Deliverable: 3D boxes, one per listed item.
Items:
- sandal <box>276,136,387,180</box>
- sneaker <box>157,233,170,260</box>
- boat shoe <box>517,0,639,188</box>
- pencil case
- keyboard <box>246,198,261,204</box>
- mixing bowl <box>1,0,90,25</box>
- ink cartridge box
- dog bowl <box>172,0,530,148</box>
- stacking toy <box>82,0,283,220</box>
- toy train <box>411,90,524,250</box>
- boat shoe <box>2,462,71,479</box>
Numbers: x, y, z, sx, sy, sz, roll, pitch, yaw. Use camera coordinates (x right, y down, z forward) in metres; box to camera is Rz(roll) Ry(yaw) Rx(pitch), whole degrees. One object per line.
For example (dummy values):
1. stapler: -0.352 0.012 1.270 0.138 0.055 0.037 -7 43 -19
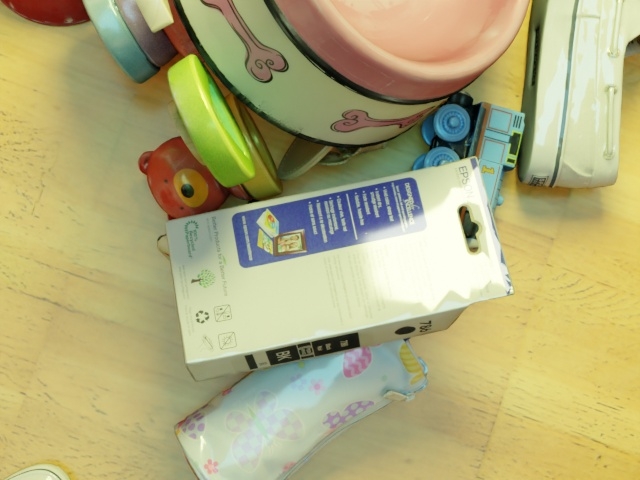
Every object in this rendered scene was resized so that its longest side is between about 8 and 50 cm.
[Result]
1. sandal: 0.053 -0.137 1.347 0.079 0.088 0.240 43 71 -26
2. sneaker: -0.121 0.058 1.330 0.161 0.057 0.075 35 79 -2
3. boat shoe: 0.316 -0.235 1.340 0.156 0.136 0.367 7 88 -2
4. pencil case: -0.019 0.174 1.298 0.273 0.113 0.124 -35 90 -5
5. keyboard: 0.000 0.000 1.352 0.192 0.038 0.100 17 84 -2
6. mixing bowl: -0.291 -0.335 1.336 0.181 0.098 0.181 0 84 -2
7. ink cartridge box: 0.017 0.029 1.248 0.333 0.065 0.165 -11 64 2
8. dog bowl: 0.048 -0.305 1.215 0.408 0.150 0.408 7 78 -37
9. stacking toy: -0.169 -0.153 1.236 0.130 0.279 0.309 -26 94 6
10. toy train: 0.156 -0.071 1.347 0.105 0.080 0.184 15 84 -7
11. boat shoe: -0.370 0.339 1.279 0.267 0.088 0.096 -38 88 -5
